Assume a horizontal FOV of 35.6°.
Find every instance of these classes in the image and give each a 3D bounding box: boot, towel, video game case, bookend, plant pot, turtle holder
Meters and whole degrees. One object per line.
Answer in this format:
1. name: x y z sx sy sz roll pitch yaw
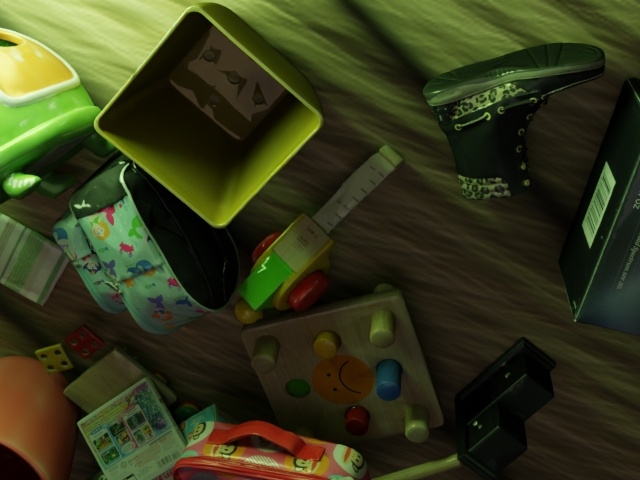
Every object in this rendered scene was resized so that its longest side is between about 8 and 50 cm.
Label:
1. boot: 0.272 -0.157 1.331 0.236 0.085 0.179 -11 118 19
2. towel: -0.471 0.022 1.544 0.152 0.023 0.113 32 114 -7
3. video game case: -0.296 0.314 1.582 0.157 0.019 0.143 -34 82 21
4. bookend: 0.281 0.254 1.498 0.072 0.157 0.156 38 116 -13
5. plant pot: -0.128 -0.184 1.302 0.212 0.187 0.212 40 114 -13
6. turtle holder: -0.446 -0.149 1.358 0.227 0.243 0.320 57 150 -5
7. plant pot: -0.509 0.326 1.575 0.274 0.243 0.275 3 118 5

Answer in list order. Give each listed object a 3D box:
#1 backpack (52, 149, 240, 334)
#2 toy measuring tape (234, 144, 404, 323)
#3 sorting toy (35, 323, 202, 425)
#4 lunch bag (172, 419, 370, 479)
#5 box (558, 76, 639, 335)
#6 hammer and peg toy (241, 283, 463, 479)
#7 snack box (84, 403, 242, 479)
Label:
1. backpack: -0.230 0.002 1.388 0.191 0.225 0.253 -29 107 22
2. toy measuring tape: 0.000 0.000 1.446 0.121 0.121 0.330 44 93 -15
3. sorting toy: -0.327 0.233 1.614 0.132 0.046 0.274 -39 112 22
4. lunch bag: -0.068 0.376 1.496 0.293 0.120 0.258 6 127 17
5. box: 0.511 -0.022 1.319 0.294 0.183 0.296 12 118 -1
6. hammer and peg toy: 0.059 0.247 1.538 0.265 0.127 0.361 -15 118 13
7. snack box: -0.236 0.407 1.665 0.322 0.060 0.187 -32 126 20
